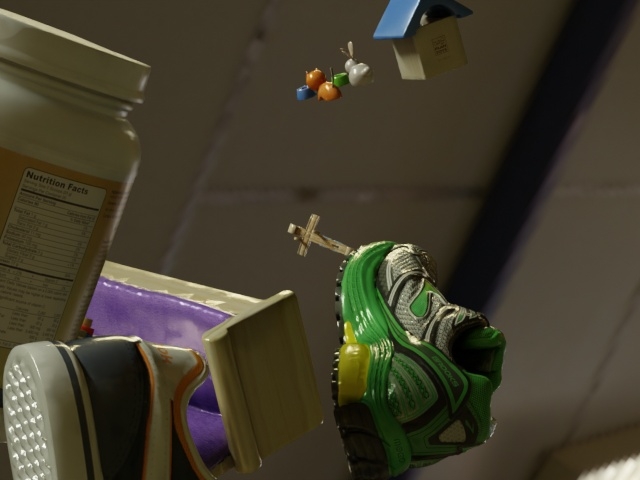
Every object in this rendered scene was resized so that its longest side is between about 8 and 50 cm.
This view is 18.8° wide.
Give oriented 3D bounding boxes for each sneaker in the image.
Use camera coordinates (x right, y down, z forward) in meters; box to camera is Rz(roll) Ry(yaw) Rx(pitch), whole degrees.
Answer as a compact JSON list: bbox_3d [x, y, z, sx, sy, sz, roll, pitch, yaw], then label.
[{"bbox_3d":[0.092,0.103,1.705,0.343,0.146,0.134,-88,-13,-63],"label":"sneaker"},{"bbox_3d":[-0.106,0.215,1.149,0.127,0.126,0.321,-6,-85,-28],"label":"sneaker"}]

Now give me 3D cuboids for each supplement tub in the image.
[{"bbox_3d":[-0.276,-0.023,1.525,0.228,0.228,0.316,13,-82,-61],"label":"supplement tub"}]

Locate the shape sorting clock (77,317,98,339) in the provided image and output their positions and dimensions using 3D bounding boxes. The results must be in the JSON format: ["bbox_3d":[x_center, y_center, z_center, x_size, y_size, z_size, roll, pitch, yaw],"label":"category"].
[{"bbox_3d":[-0.216,0.089,1.747,0.206,0.206,0.040,23,-99,-62],"label":"shape sorting clock"}]

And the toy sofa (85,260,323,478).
[{"bbox_3d":[-0.184,0.122,1.956,0.177,0.362,0.150,-27,-65,-36],"label":"toy sofa"}]

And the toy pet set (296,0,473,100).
[{"bbox_3d":[0.050,-0.151,1.415,0.122,0.114,0.065,-23,-75,-25],"label":"toy pet set"}]

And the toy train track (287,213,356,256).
[{"bbox_3d":[0.000,0.000,2.135,0.014,0.083,0.048,8,-77,-68],"label":"toy train track"}]
